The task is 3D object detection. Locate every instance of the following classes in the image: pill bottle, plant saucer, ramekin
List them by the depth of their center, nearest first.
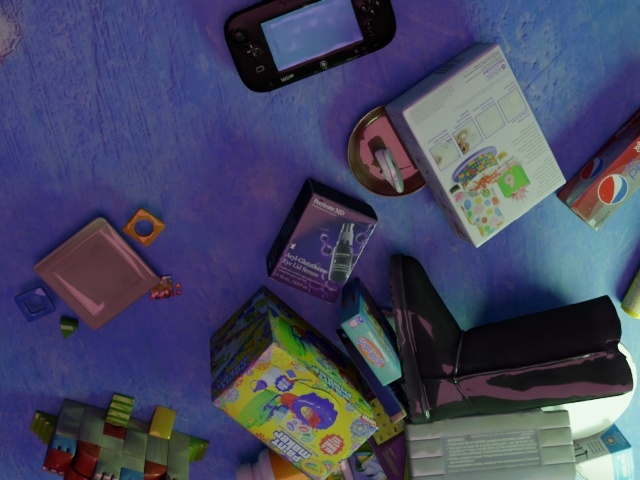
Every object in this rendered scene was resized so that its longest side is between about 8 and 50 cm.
[{"bbox_3d":[0.150,-0.186,1.816,0.199,0.036,0.198,-2,110,-7],"label":"plant saucer"},{"bbox_3d":[-0.058,0.514,1.993,0.246,0.136,0.136,-18,111,0],"label":"pill bottle"},{"bbox_3d":[0.552,0.299,2.000,0.273,0.127,0.272,-3,110,-7],"label":"ramekin"}]

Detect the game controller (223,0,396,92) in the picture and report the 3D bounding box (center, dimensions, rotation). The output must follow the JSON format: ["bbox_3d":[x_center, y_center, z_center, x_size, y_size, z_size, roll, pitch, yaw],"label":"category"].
[{"bbox_3d":[-0.017,-0.400,1.698,0.319,0.067,0.166,-21,111,1],"label":"game controller"}]

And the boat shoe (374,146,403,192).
[{"bbox_3d":[0.137,-0.139,1.797,0.035,0.035,0.100,-13,118,27],"label":"boat shoe"}]

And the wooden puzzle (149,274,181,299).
[{"bbox_3d":[-0.334,0.098,1.872,0.083,0.006,0.049,-8,111,-5],"label":"wooden puzzle"}]

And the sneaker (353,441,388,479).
[{"bbox_3d":[0.151,0.554,2.046,0.208,0.127,0.318,12,99,-14],"label":"sneaker"}]

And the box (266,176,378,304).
[{"bbox_3d":[0.000,0.000,1.826,0.153,0.108,0.207,22,106,-14],"label":"box"}]

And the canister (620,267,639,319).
[{"bbox_3d":[0.756,0.098,1.982,0.126,0.073,0.169,17,108,-13],"label":"canister"}]

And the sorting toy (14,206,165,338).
[{"bbox_3d":[-0.452,0.064,1.825,0.348,0.047,0.196,-36,115,7],"label":"sorting toy"}]

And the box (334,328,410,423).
[{"bbox_3d":[0.114,0.272,1.879,0.036,0.136,0.225,-36,80,9],"label":"box"}]

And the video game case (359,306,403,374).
[{"bbox_3d":[0.165,0.234,1.985,0.119,0.015,0.166,12,108,-12],"label":"video game case"}]

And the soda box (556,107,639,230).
[{"bbox_3d":[0.624,-0.152,1.865,0.092,0.083,0.263,39,100,-19],"label":"soda box"}]

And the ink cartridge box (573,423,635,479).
[{"bbox_3d":[0.574,0.515,2.051,0.233,0.171,0.168,-16,118,-2],"label":"ink cartridge box"}]

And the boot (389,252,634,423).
[{"bbox_3d":[0.384,0.174,1.841,0.445,0.146,0.366,-10,90,10],"label":"boot"}]

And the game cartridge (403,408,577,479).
[{"bbox_3d":[0.362,0.479,1.896,0.355,0.068,0.230,-4,76,-4],"label":"game cartridge"}]

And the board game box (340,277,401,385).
[{"bbox_3d":[0.103,0.184,1.842,0.047,0.210,0.160,-31,103,11],"label":"board game box"}]

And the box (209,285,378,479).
[{"bbox_3d":[-0.063,0.290,1.834,0.290,0.279,0.177,42,100,-20],"label":"box"}]

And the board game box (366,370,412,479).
[{"bbox_3d":[0.230,0.457,1.944,0.208,0.056,0.346,-29,83,-5],"label":"board game box"}]

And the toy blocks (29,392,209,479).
[{"bbox_3d":[-0.426,0.474,1.863,0.382,0.261,0.190,20,106,-14],"label":"toy blocks"}]

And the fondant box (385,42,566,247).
[{"bbox_3d":[0.311,-0.189,1.777,0.238,0.096,0.330,-35,110,-9],"label":"fondant box"}]
